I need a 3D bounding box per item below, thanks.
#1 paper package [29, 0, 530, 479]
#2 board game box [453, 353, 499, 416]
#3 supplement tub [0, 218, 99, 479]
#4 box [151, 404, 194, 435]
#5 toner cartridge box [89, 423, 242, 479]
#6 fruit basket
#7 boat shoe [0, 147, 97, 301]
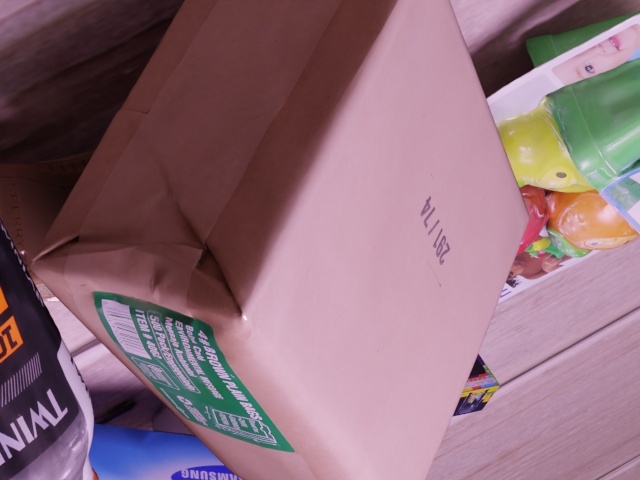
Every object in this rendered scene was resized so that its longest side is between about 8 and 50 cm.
[{"bbox_3d":[0.000,0.000,0.905,0.310,0.168,0.325,-65,148,-26],"label":"paper package"},{"bbox_3d":[0.082,0.125,1.341,0.170,0.141,0.048,-5,137,-36],"label":"board game box"},{"bbox_3d":[-0.269,0.059,0.751,0.207,0.207,0.338,-27,108,-8],"label":"supplement tub"},{"bbox_3d":[-0.039,0.213,1.392,0.275,0.113,0.094,7,132,-47],"label":"box"},{"bbox_3d":[-0.238,0.245,1.191,0.347,0.075,0.165,10,134,-20],"label":"toner cartridge box"},{"bbox_3d":[0.210,-0.039,1.198,0.353,0.165,0.327,-34,142,18],"label":"fruit basket"},{"bbox_3d":[-0.177,-0.014,0.981,0.341,0.122,0.110,-1,175,-34],"label":"boat shoe"}]
